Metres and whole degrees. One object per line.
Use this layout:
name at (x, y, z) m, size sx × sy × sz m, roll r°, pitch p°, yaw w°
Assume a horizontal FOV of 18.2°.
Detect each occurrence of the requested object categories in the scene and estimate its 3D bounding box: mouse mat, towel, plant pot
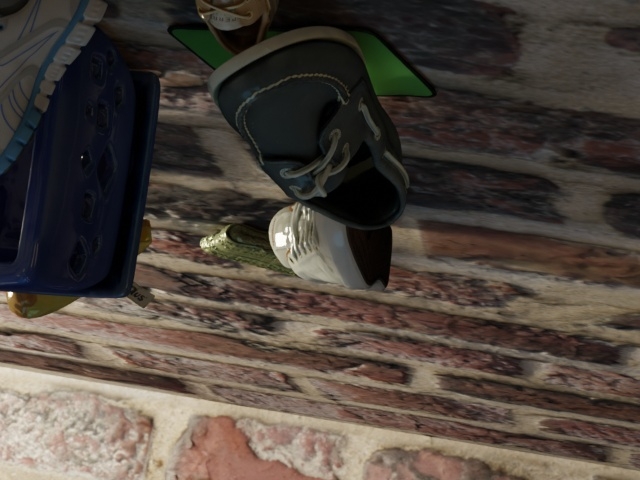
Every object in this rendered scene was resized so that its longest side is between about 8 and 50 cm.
mouse mat at (-0.014, -0.146, 1.639) m, size 0.189 × 0.007 × 0.152 m, roll 3°, pitch 165°, yaw 25°
towel at (-0.056, 0.013, 2.294) m, size 0.148 × 0.027 × 0.110 m, roll 14°, pitch 167°, yaw -20°
plant pot at (-0.270, -0.065, 1.705) m, size 0.236 × 0.236 × 0.212 m, roll 3°, pitch 170°, yaw 26°

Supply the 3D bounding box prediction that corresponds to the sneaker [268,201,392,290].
sneaker at (0.000, 0.000, 2.020) m, size 0.123 × 0.106 × 0.290 m, roll 6°, pitch 168°, yaw 8°

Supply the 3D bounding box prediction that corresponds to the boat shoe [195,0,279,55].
boat shoe at (-0.061, -0.177, 1.428) m, size 0.063 × 0.059 × 0.170 m, roll 7°, pitch 167°, yaw 12°

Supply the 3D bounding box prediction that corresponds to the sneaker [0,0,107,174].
sneaker at (-0.241, -0.132, 1.526) m, size 0.083 × 0.191 × 0.071 m, roll 28°, pitch -178°, yaw -24°

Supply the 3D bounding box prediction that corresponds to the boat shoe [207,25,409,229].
boat shoe at (0.005, -0.082, 1.583) m, size 0.116 × 0.099 × 0.319 m, roll -27°, pitch 163°, yaw 8°

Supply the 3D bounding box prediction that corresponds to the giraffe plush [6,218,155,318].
giraffe plush at (-0.262, -0.027, 2.044) m, size 0.210 × 0.181 × 0.170 m, roll 19°, pitch 146°, yaw 7°

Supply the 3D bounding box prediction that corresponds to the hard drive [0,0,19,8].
hard drive at (-0.396, -0.148, 1.497) m, size 0.307 × 0.203 × 0.040 m, roll 18°, pitch -177°, yaw -31°
